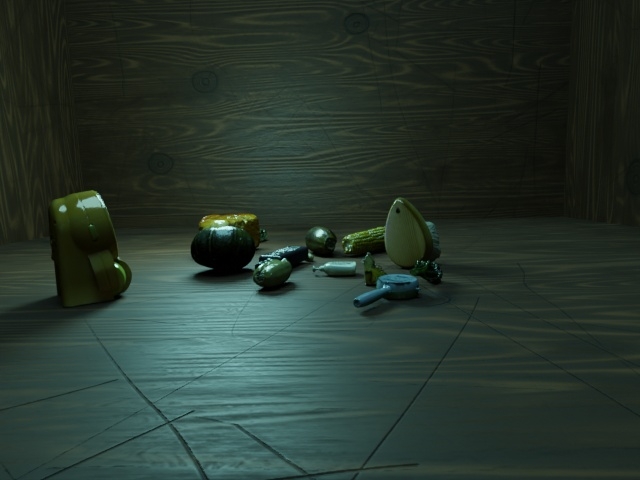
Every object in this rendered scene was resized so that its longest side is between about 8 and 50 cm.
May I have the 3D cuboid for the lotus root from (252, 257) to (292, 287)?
[{"bbox_3d":[-0.143,0.103,1.333,0.091,0.077,0.183,9,14,20],"label":"lotus root"}]

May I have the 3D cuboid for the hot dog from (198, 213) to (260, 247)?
[{"bbox_3d":[-0.456,-0.026,1.989,0.224,0.185,0.405,2,8,15],"label":"hot dog"}]

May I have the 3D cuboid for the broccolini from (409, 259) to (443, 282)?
[{"bbox_3d":[0.319,0.089,1.252,0.068,0.091,0.203,-43,-19,12],"label":"broccolini"}]

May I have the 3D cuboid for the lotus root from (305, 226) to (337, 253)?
[{"bbox_3d":[0.000,0.000,1.916,0.123,0.123,0.241,12,1,-15],"label":"lotus root"}]

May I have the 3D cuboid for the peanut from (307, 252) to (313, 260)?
[{"bbox_3d":[-0.054,0.068,1.759,0.037,0.037,0.083,-5,2,-23],"label":"peanut"}]

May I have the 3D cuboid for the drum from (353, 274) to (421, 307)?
[{"bbox_3d":[0.159,0.134,1.132,0.254,0.049,0.130,-7,9,-35],"label":"drum"}]

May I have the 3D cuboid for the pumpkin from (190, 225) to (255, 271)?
[{"bbox_3d":[-0.366,0.038,1.573,0.238,0.159,0.238,-6,-13,-1],"label":"pumpkin"}]

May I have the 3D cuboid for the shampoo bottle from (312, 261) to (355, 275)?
[{"bbox_3d":[0.047,0.098,1.457,0.152,0.044,0.077,0,9,0],"label":"shampoo bottle"}]

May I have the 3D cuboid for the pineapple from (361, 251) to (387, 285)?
[{"bbox_3d":[0.154,0.093,1.304,0.077,0.114,0.114,-26,13,-23],"label":"pineapple"}]

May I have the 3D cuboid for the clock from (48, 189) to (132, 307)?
[{"bbox_3d":[-0.696,0.016,1.240,0.201,0.316,0.244,-16,15,-37],"label":"clock"}]

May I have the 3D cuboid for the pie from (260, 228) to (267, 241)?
[{"bbox_3d":[-0.479,-0.037,2.422,0.289,0.102,0.355,9,9,28],"label":"pie"}]

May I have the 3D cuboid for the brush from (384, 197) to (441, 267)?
[{"bbox_3d":[0.342,-0.033,1.566,0.175,0.266,0.166,-8,4,37],"label":"brush"}]

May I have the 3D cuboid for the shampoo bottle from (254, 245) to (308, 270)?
[{"bbox_3d":[-0.153,0.072,1.597,0.099,0.071,0.310,3,8,23],"label":"shampoo bottle"}]

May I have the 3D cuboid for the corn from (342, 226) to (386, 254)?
[{"bbox_3d":[0.221,0.006,1.906,0.318,0.115,0.115,-11,12,-41],"label":"corn"}]
